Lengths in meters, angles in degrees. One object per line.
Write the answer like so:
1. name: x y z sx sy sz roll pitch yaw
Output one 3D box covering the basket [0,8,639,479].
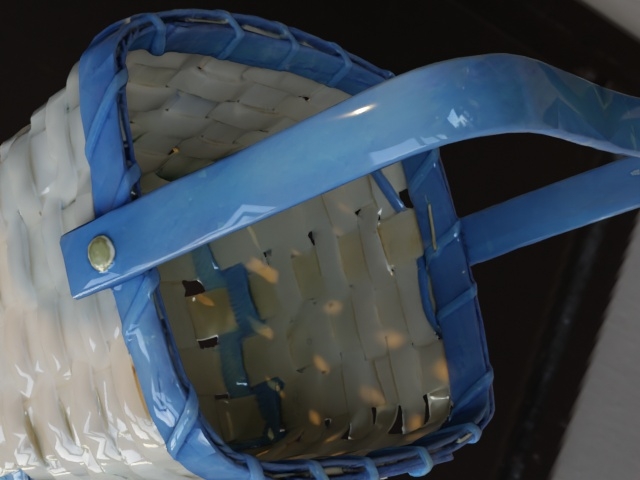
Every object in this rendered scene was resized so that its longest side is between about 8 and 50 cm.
1. basket: 0.000 0.000 0.571 0.289 0.255 0.201 -17 79 31
